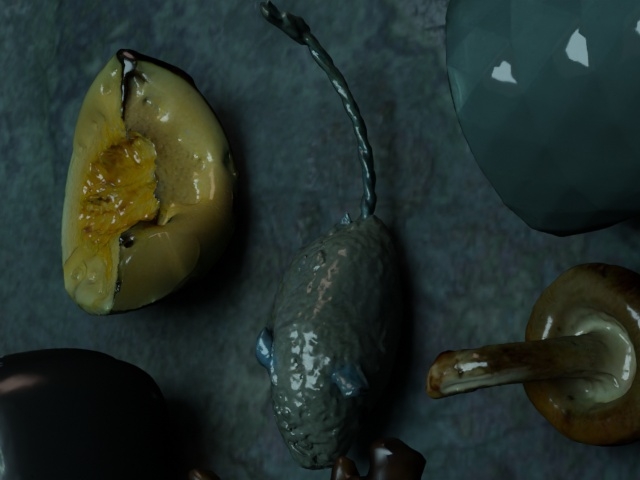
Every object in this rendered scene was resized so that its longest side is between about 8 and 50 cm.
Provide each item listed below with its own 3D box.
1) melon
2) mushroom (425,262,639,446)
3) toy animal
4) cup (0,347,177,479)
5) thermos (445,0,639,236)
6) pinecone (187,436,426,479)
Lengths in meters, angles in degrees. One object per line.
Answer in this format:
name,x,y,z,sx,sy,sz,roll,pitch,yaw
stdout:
melon,-0.107,-0.024,1.144,0.128,0.079,0.160,-24,63,55
mushroom,0.115,0.056,0.912,0.129,0.073,0.088,-5,89,6
toy animal,0.008,-0.002,1.025,0.070,0.079,0.253,-3,77,19
cup,-0.163,0.172,1.096,0.223,0.169,0.177,121,134,-62
thermos,0.208,-0.111,0.844,0.286,0.145,0.182,-17,41,35
pinecone,-0.018,0.262,0.790,0.397,0.397,0.398,-13,71,39
